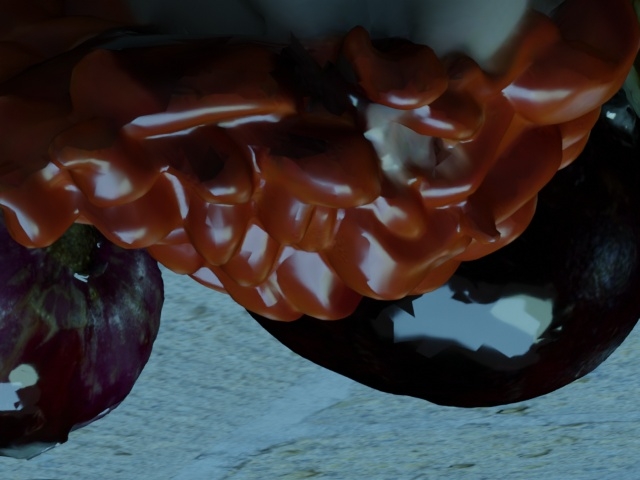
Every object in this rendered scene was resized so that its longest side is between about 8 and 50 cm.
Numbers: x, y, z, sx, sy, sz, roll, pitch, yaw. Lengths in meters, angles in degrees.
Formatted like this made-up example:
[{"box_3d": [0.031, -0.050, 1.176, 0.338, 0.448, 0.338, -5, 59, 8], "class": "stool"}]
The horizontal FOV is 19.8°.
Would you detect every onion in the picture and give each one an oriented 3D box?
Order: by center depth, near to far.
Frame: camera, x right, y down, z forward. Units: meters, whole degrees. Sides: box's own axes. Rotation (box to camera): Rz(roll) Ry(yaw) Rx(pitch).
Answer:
[{"box_3d": [-0.191, 0.037, 1.073, 0.201, 0.200, 0.207, -13, 156, 16], "class": "onion"}]

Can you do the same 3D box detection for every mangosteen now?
[{"box_3d": [0.068, -0.051, 0.897, 0.235, 0.235, 0.261, 5, 120, -34], "class": "mangosteen"}]

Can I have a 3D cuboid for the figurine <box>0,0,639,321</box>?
[{"box_3d": [-0.007, -0.138, 0.592, 0.306, 0.241, 0.411, -25, 153, -28], "class": "figurine"}]

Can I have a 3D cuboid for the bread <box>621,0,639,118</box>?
[{"box_3d": [0.292, -0.126, 0.733, 0.338, 0.155, 0.187, -22, 170, -7], "class": "bread"}]
